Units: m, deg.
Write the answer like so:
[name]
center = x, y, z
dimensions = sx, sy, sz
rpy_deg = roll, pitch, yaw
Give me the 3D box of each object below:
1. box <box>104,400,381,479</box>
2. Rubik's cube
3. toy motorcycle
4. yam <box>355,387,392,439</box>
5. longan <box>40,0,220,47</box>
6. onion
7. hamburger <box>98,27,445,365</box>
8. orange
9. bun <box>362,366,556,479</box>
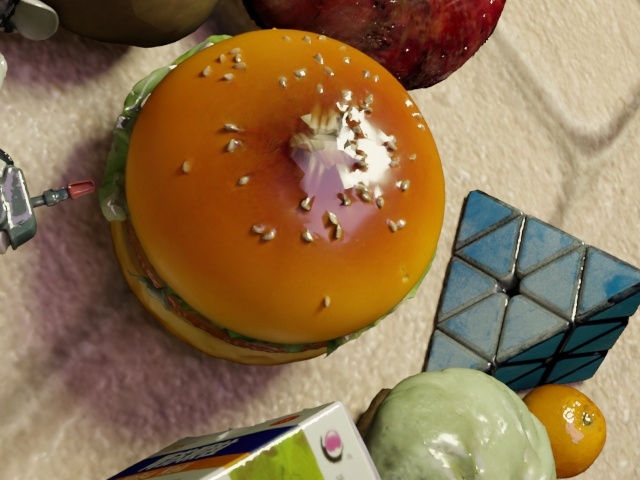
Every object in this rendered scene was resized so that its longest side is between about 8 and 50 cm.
[box]
center = -0.127, 0.207, 0.648
dimensions = 0.299, 0.200, 0.106
rpy_deg = -25, 91, -39
[Rubik's cube]
center = 0.194, 0.026, 0.961
dimensions = 0.211, 0.178, 0.190
rpy_deg = -7, 78, -39
[toy motorcycle]
center = -0.231, -0.089, 0.730
dimensions = 0.150, 0.102, 0.221
rpy_deg = -14, 82, -18
[yam]
center = -0.023, 0.234, 0.819
dimensions = 0.045, 0.045, 0.327
rpy_deg = 33, 56, 10
[longan]
center = -0.135, -0.218, 0.788
dimensions = 0.189, 0.189, 0.189
rpy_deg = 11, 70, -34
[onion]
center = 0.056, -0.242, 0.907
dimensions = 0.252, 0.219, 0.252
rpy_deg = 5, 80, -28
[hamburger]
center = -0.029, -0.038, 0.781
dimensions = 0.246, 0.170, 0.246
rpy_deg = 5, 72, -15
[orange]
center = 0.205, 0.164, 0.987
dimensions = 0.084, 0.083, 0.083
rpy_deg = 11, 70, -34
[bun]
center = 0.100, 0.202, 0.835
dimensions = 0.204, 0.127, 0.212
rpy_deg = 22, 85, -55
